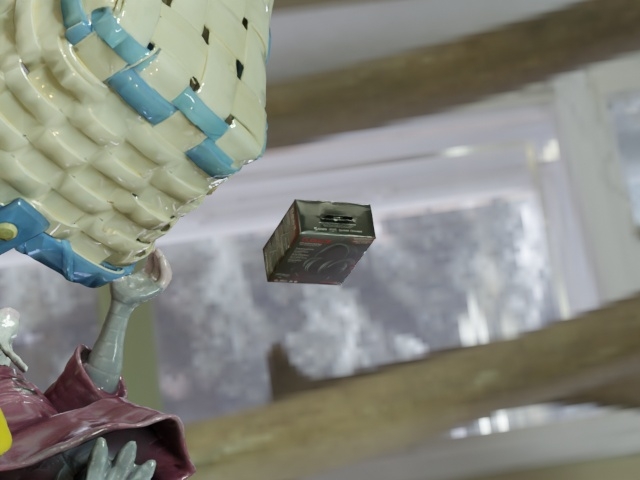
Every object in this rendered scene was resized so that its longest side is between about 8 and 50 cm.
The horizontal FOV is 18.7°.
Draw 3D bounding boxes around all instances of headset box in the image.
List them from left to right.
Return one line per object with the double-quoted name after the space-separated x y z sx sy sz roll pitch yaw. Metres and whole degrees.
0.000 0.000 1.454 0.083 0.062 0.032 127 -39 -53 "headset box"

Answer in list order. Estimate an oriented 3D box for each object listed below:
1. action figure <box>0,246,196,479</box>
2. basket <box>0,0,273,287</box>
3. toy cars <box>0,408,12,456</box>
-0.209 0.155 1.354 0.370 0.248 0.275 -143 -127 -67 "action figure"
-0.165 -0.086 1.070 0.201 0.289 0.254 45 38 -40 "basket"
-0.306 0.020 0.972 0.087 0.394 0.176 -25 127 -62 "toy cars"
